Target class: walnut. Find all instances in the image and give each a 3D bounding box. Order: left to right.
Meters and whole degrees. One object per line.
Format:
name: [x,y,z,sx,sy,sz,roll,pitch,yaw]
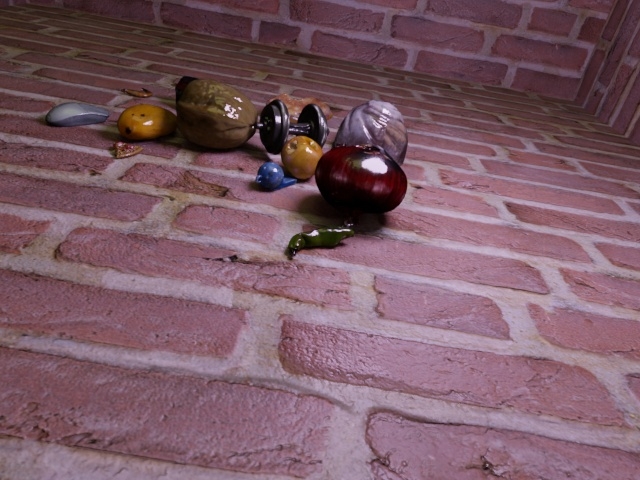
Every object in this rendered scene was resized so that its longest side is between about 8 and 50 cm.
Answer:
walnut: [-0.357,-0.430,1.624,0.282,0.228,0.283,13,20,-5]

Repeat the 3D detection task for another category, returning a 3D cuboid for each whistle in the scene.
whistle: [-0.141,-0.205,1.463,0.090,0.091,0.157,32,38,31]

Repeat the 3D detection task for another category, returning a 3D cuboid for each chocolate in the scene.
chocolate: [0.202,-0.426,1.801,0.302,0.213,0.303,9,32,-6]

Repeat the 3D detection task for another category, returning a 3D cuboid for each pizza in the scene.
pizza: [-0.629,-0.289,1.506,0.100,0.029,0.099,7,33,-5]
pizza: [-0.095,-0.558,2.042,0.304,0.086,0.162,2,54,-10]

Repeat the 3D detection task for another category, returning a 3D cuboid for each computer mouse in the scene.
computer mouse: [-0.853,-0.456,1.668,0.113,0.069,0.228,32,38,29]

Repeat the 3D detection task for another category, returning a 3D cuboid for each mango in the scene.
mango: [-0.598,-0.422,1.652,0.157,0.109,0.262,14,30,14]

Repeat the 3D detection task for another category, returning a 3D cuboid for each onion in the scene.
onion: [0.107,-0.139,1.353,0.272,0.286,0.273,14,-7,2]

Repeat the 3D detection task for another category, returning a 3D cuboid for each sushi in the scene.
sushi: [-0.485,-0.575,1.924,0.225,0.126,0.136,26,33,13]

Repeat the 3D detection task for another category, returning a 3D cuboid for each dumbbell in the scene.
dumbbell: [-0.096,-0.390,1.654,0.289,0.192,0.192,-3,33,-31]

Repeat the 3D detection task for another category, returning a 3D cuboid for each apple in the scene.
apple: [-0.056,-0.274,1.540,0.146,0.147,0.147,8,32,-5]

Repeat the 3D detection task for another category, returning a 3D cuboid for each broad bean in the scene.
broad bean: [-0.006,-0.005,1.218,0.195,0.046,0.061,-18,53,-30]

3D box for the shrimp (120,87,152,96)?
shrimp: [-0.788,-0.638,2.021,0.126,0.025,0.091,5,32,-18]
